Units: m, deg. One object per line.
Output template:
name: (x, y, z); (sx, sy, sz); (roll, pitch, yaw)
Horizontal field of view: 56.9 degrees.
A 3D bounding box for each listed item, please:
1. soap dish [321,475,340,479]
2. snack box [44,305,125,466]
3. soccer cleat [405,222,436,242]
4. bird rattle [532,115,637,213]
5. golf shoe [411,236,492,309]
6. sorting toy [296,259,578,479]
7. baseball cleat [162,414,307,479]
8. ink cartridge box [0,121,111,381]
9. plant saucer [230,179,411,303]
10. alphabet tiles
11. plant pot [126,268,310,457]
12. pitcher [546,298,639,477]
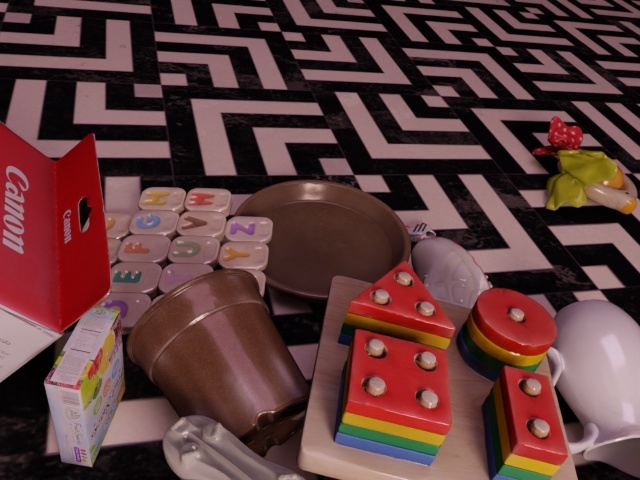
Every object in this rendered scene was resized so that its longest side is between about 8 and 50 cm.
soap dish: (0.073, 0.312, 0.517); (0.229, 0.118, 0.291); (26, 42, 15)
snack box: (-0.236, 0.149, 0.606); (0.037, 0.141, 0.100); (12, 39, -1)
soccer cleat: (0.157, -0.009, 0.989); (0.083, 0.029, 0.035); (-13, 42, -35)
bird rattle: (0.537, -0.133, 1.204); (0.207, 0.143, 0.253); (28, 27, 0)
golf shoe: (0.165, 0.105, 0.795); (0.140, 0.115, 0.306); (-3, 41, -14)
sorting toy: (0.127, 0.125, 0.597); (0.257, 0.089, 0.255); (14, 35, -1)
baseball cleat: (-0.054, 0.227, 0.501); (0.072, 0.109, 0.206); (-33, 44, -30)
ink cartridge box: (-0.381, 0.000, 0.643); (0.272, 0.130, 0.309); (-36, 46, 8)
plant saucer: (0.000, 0.000, 0.916); (0.278, 0.041, 0.277); (4, 41, -4)
alphabet tiles: (-0.211, 0.016, 0.829); (0.278, 0.021, 0.284); (2, 42, 1)
plant pot: (-0.099, 0.146, 0.644); (0.167, 0.167, 0.165); (-19, 56, -33)
pitcher: (0.338, 0.176, 0.745); (0.178, 0.125, 0.207); (14, 48, -12)
